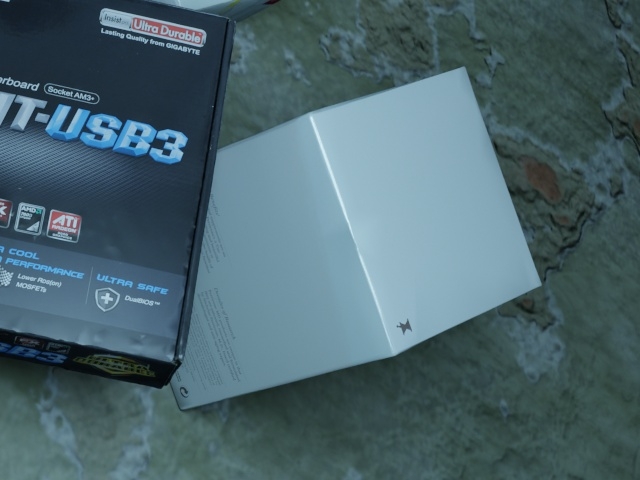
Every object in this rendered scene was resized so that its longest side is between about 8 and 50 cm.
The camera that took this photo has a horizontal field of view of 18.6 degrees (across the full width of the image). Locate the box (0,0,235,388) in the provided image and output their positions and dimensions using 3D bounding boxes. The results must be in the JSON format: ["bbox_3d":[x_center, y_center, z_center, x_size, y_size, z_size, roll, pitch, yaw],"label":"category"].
[{"bbox_3d":[-0.229,-0.060,1.477,0.296,0.073,0.293,13,67,-10],"label":"box"}]

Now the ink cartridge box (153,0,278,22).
[{"bbox_3d":[-0.119,-0.247,1.689,0.176,0.128,0.127,-22,92,-46],"label":"ink cartridge box"}]

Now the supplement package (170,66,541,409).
[{"bbox_3d":[0.000,0.000,1.626,0.198,0.263,0.199,-21,92,-45],"label":"supplement package"}]
